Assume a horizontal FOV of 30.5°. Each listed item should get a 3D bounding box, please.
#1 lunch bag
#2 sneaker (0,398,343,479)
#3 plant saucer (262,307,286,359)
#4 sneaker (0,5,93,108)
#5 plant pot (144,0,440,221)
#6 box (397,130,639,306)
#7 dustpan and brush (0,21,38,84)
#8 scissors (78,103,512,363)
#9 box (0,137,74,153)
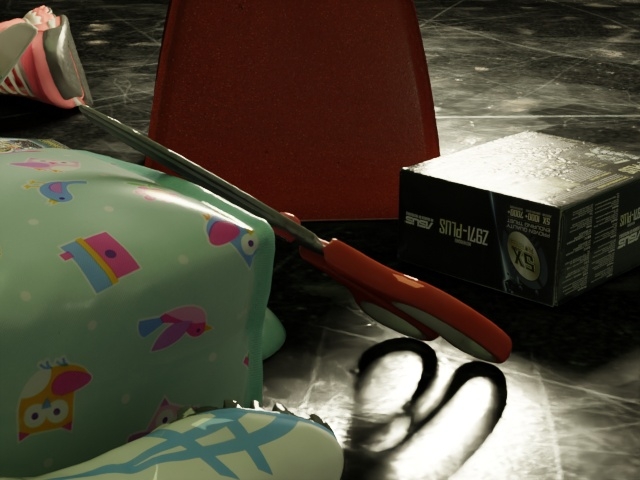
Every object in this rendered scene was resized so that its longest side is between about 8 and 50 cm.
[{"bbox_3d":[-0.188,0.032,0.627,0.223,0.160,0.262,-16,31,-39],"label":"lunch bag"},{"bbox_3d":[-0.086,0.127,0.488,0.237,0.085,0.086,-8,47,-34],"label":"sneaker"},{"bbox_3d":[-0.082,0.054,0.772,0.119,0.021,0.119,0,18,0],"label":"plant saucer"},{"bbox_3d":[-0.372,-0.211,1.456,0.136,0.115,0.314,-20,20,-14],"label":"sneaker"},{"bbox_3d":[-0.034,-0.168,1.097,0.268,0.235,0.267,-2,19,-6],"label":"plant pot"},{"bbox_3d":[0.172,-0.024,0.921,0.147,0.077,0.180,17,25,39],"label":"box"},{"bbox_3d":[-0.402,-0.183,1.345,0.060,0.147,0.211,36,-15,-17],"label":"dustpan and brush"},{"bbox_3d":[0.000,0.000,0.674,0.297,0.021,0.109,37,-14,-37],"label":"scissors"},{"bbox_3d":[-0.254,-0.044,0.980,0.159,0.044,0.233,0,16,-37],"label":"box"}]
